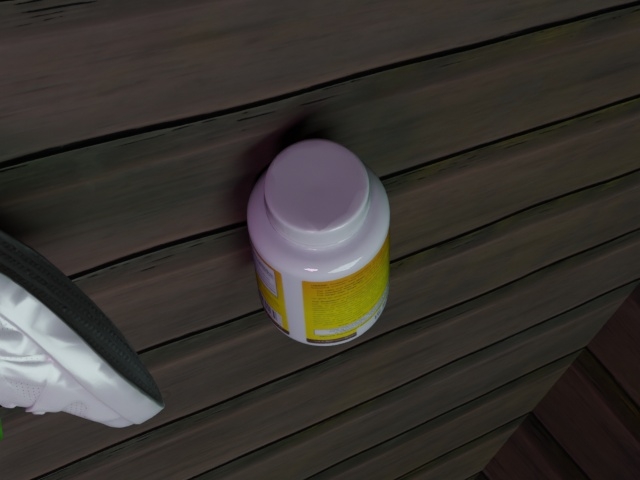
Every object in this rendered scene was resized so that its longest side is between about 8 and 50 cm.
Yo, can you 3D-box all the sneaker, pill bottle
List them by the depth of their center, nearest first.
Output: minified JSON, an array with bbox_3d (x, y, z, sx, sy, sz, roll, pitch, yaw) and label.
[{"bbox_3d":[-0.245,0.080,1.163,0.169,0.108,0.292,-43,133,6],"label":"sneaker"},{"bbox_3d":[0.000,0.000,1.475,0.117,0.117,0.215,-35,160,-13],"label":"pill bottle"}]

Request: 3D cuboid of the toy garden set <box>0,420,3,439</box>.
[{"bbox_3d":[-0.337,0.136,1.287,0.203,0.049,0.244,-33,160,-21],"label":"toy garden set"}]
